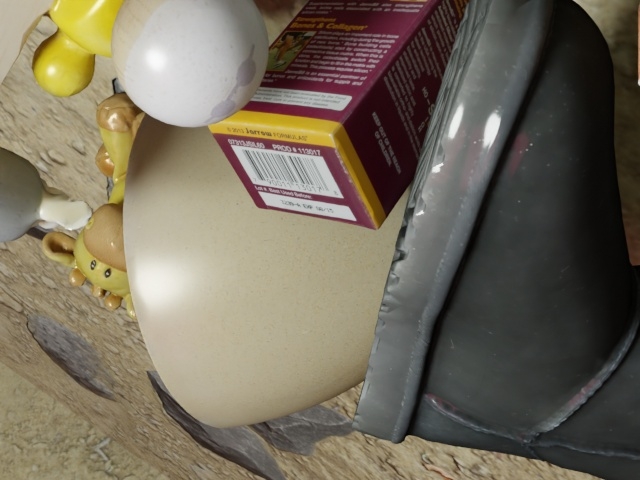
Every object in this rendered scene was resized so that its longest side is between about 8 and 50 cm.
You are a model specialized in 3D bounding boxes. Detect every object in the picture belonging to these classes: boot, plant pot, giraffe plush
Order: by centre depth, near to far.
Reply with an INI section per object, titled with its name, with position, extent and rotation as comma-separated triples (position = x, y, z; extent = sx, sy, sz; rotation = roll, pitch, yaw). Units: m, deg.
[boot]
position = 0.259, 0.050, 0.520
extent = 0.445, 0.146, 0.367
rotation = 15, 149, 5
[plant pot]
position = 0.000, 0.000, 0.770
extent = 0.190, 0.284, 0.284
rotation = -8, 133, 21
[giraffe plush]
position = -0.196, -0.021, 1.016
extent = 0.181, 0.170, 0.210
rotation = 23, 149, 23

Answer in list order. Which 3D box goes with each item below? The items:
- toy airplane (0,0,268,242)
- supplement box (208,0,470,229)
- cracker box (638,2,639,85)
[toy airplane]
position = -0.144, -0.168, 0.525
extent = 0.272, 0.384, 0.386
rotation = 42, 151, 12
[supplement box]
position = 0.030, -0.106, 0.622
extent = 0.104, 0.188, 0.081
rotation = 12, 144, 38
[cracker box]
position = 0.258, -0.067, 0.353
extent = 0.232, 0.067, 0.156
rotation = 29, 135, -9
